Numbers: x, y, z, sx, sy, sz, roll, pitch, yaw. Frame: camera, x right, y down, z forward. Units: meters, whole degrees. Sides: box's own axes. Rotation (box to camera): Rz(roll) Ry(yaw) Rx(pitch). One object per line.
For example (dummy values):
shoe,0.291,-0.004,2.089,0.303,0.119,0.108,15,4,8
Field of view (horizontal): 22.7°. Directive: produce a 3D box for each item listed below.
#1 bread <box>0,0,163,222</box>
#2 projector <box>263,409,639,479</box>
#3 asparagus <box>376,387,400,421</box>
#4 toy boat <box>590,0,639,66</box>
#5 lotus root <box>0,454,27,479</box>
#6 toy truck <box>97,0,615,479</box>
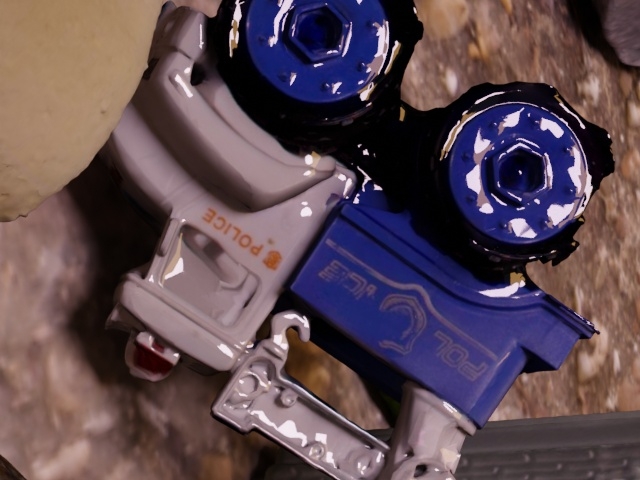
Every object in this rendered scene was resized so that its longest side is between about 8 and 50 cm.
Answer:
bread,-0.137,-0.096,0.498,0.141,0.134,0.148,48,56,-47
projector,0.121,0.149,0.727,0.192,0.256,0.099,40,50,-47
asparagus,0.041,0.082,0.840,0.108,0.021,0.025,59,39,-31
toy boat,0.238,-0.258,1.191,0.276,0.111,0.293,-7,75,-58
lotus root,-0.131,0.117,0.446,0.278,0.154,0.154,50,42,-45
toy truck,0.000,0.000,0.654,0.213,0.161,0.177,34,80,-3
